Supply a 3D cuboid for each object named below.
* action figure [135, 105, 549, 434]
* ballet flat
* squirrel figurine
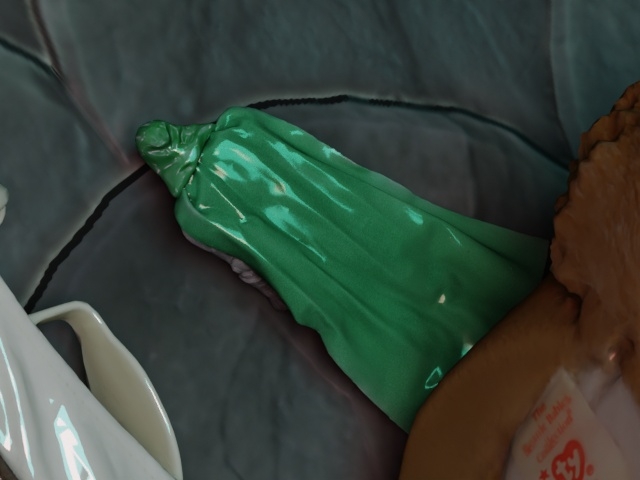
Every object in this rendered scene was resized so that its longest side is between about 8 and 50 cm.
[{"bbox_3d":[0.000,0.000,0.908,0.232,0.063,0.137,33,73,-18],"label":"action figure"},{"bbox_3d":[-0.176,0.044,0.809,0.139,0.139,0.400,-39,101,-23],"label":"ballet flat"},{"bbox_3d":[0.268,0.089,0.875,0.370,0.281,0.397,7,90,-36],"label":"squirrel figurine"}]
